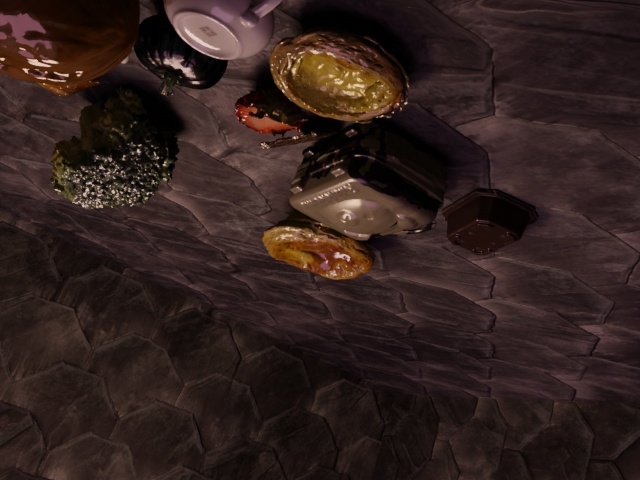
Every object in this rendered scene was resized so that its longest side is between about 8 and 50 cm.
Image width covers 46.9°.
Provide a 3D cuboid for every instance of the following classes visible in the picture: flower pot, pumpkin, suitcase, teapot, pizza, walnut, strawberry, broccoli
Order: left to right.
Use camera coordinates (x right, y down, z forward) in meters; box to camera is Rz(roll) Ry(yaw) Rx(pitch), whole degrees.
[{"bbox_3d":[-0.514,-0.446,1.320,0.398,0.307,0.354,23,-167,-8],"label":"walnut"},{"bbox_3d":[-0.634,-0.418,1.849,0.199,0.062,0.188,7,170,15],"label":"pizza"},{"bbox_3d":[-0.553,-0.238,1.960,0.348,0.280,0.293,-27,158,5],"label":"broccoli"},{"bbox_3d":[-0.283,-0.386,1.504,0.194,0.149,0.194,-2,151,-1],"label":"pumpkin"},{"bbox_3d":[-0.169,-0.418,1.322,0.298,0.139,0.204,6,154,37],"label":"teapot"},{"bbox_3d":[-0.126,-0.298,1.666,0.167,0.086,0.208,15,177,-29],"label":"strawberry"},{"bbox_3d":[0.132,-0.109,1.759,0.339,0.193,0.352,27,159,-26],"label":"suitcase"},{"bbox_3d":[0.414,-0.034,1.856,0.179,0.084,0.251,24,160,-12],"label":"flower pot"}]

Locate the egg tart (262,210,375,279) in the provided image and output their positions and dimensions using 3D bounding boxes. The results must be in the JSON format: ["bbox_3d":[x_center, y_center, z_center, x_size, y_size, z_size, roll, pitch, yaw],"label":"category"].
[{"bbox_3d":[0.000,0.000,2.222,0.352,0.149,0.352,11,159,4],"label":"egg tart"}]

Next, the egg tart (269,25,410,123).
[{"bbox_3d":[0.040,-0.329,1.432,0.279,0.094,0.279,12,159,5],"label":"egg tart"}]

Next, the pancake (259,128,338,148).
[{"bbox_3d":[-0.052,-0.236,1.712,0.191,0.020,0.184,-11,-174,6],"label":"pancake"}]

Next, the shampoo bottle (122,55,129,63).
[{"bbox_3d":[-0.445,-0.443,1.646,0.049,0.034,0.141,31,157,-10],"label":"shampoo bottle"}]
